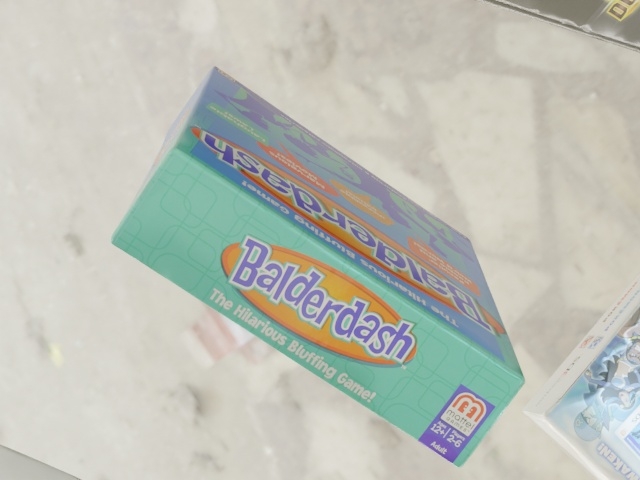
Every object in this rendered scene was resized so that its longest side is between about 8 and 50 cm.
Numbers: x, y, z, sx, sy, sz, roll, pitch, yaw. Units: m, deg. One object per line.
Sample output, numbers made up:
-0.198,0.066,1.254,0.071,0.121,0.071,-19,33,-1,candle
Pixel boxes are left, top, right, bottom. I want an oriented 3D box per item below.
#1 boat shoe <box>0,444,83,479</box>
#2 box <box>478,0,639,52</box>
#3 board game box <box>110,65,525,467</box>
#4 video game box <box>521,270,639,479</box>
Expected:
-0.065,0.135,0.466,0.258,0.084,0.095,27,144,-32,boat shoe
0.155,-0.254,0.855,0.295,0.293,0.073,129,147,-49,box
0.000,0.000,0.640,0.160,0.210,0.047,34,103,-9,board game box
0.261,0.108,0.931,0.205,0.187,0.048,44,167,-8,video game box
